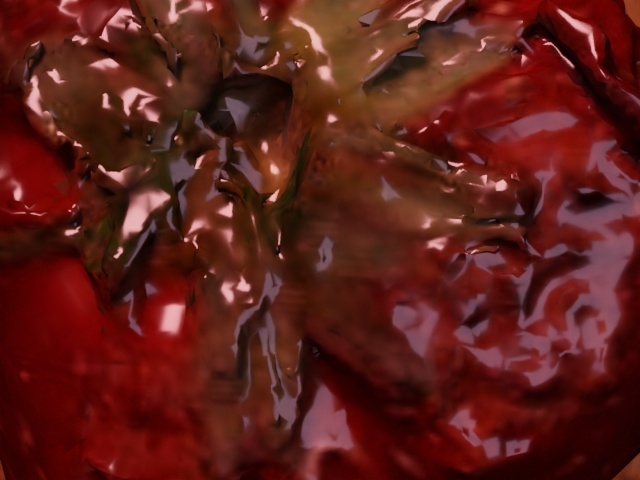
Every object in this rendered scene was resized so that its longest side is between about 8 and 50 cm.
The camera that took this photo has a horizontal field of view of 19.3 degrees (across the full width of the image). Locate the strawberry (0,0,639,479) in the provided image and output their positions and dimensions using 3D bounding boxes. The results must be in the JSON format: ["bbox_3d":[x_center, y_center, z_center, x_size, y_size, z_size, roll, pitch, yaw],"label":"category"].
[{"bbox_3d":[0.000,0.000,0.635,0.220,0.274,0.274,3,99,-80],"label":"strawberry"}]
